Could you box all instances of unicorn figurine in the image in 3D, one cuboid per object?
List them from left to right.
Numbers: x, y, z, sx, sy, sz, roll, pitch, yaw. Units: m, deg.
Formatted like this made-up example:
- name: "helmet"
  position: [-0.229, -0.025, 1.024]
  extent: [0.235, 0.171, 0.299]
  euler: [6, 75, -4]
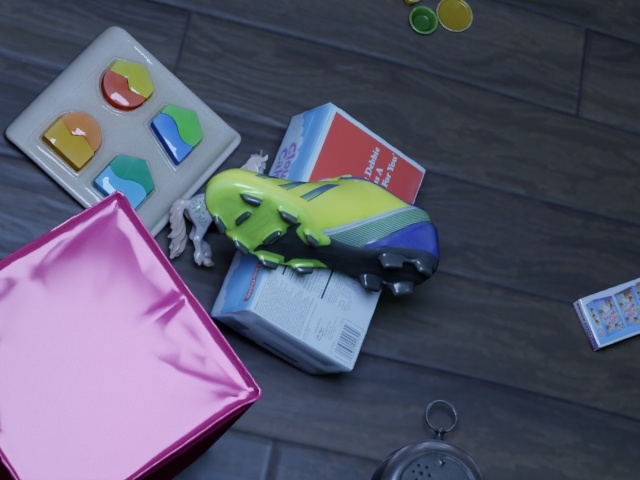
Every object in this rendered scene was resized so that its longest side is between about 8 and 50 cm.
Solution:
- name: "unicorn figurine"
  position: [-0.101, -0.035, 1.861]
  extent: [0.162, 0.060, 0.111]
  euler: [-16, 100, -39]

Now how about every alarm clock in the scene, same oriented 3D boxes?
- name: "alarm clock"
  position: [0.125, 0.270, 1.834]
  extent: [0.129, 0.064, 0.192]
  euler: [14, 67, -11]

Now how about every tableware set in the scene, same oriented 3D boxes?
- name: "tableware set"
  position: [0.170, -0.313, 2.043]
  extent: [0.154, 0.024, 0.104]
  euler: [-16, 79, -20]

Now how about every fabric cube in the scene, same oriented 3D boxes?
- name: "fabric cube"
  position: [-0.250, 0.148, 1.662]
  extent: [0.254, 0.258, 0.259]
  euler: [-32, 84, -22]

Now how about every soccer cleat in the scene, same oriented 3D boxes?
- name: "soccer cleat"
  position: [0.000, -0.027, 1.752]
  extent: [0.289, 0.093, 0.121]
  euler: [18, 49, -28]

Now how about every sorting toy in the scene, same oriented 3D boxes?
- name: "sorting toy"
  position: [-0.222, -0.122, 1.870]
  extent: [0.208, 0.038, 0.193]
  euler: [41, 68, 0]

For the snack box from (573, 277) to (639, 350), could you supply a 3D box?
- name: "snack box"
  position: [0.397, 0.076, 1.986]
  extent: [0.178, 0.022, 0.064]
  euler: [-18, 80, -20]

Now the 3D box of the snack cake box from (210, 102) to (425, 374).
- name: "snack cake box"
  position: [0.000, 0.000, 1.841]
  extent: [0.152, 0.089, 0.264]
  euler: [33, 67, -26]
